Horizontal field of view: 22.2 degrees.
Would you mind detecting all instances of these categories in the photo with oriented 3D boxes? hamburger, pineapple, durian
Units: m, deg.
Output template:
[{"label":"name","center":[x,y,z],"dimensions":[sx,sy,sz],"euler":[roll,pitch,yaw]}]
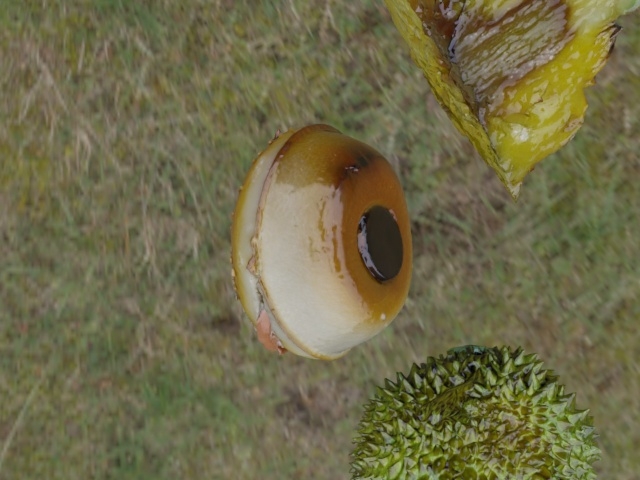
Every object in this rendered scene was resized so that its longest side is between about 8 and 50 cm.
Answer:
[{"label":"hamburger","center":[-0.002,-0.001,1.558],"dimensions":[0.147,0.237,0.237],"euler":[-3,119,29]},{"label":"pineapple","center":[0.102,-0.169,0.866],"dimensions":[0.164,0.140,0.250],"euler":[-38,143,-3]},{"label":"durian","center":[0.160,0.221,1.701],"dimensions":[0.291,0.291,0.225],"euler":[0,88,-9]}]
